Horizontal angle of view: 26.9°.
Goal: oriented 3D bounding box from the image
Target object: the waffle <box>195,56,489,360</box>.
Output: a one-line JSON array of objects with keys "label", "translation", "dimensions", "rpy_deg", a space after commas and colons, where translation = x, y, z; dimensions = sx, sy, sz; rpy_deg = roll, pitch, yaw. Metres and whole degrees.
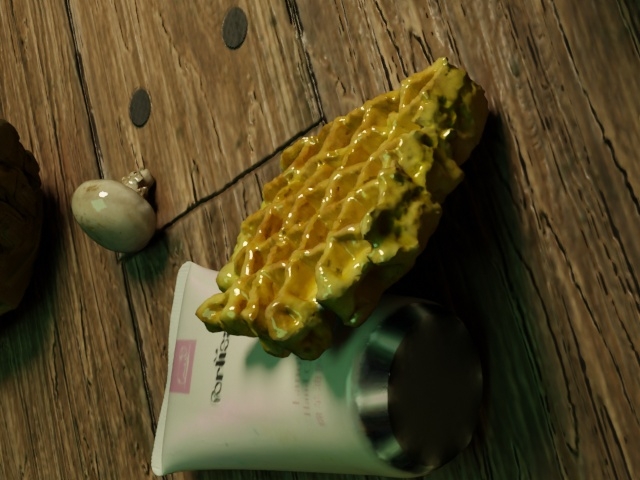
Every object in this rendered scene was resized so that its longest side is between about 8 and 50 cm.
[{"label": "waffle", "translation": [0.000, 0.000, 0.927], "dimensions": [0.229, 0.057, 0.219], "rpy_deg": [-27, 29, 45]}]

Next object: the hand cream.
[{"label": "hand cream", "translation": [-0.031, 0.102, 1.016], "dimensions": [0.358, 0.118, 0.186], "rpy_deg": [-4, 79, 53]}]

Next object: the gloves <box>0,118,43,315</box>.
[{"label": "gloves", "translation": [-0.355, -0.004, 1.357], "dimensions": [0.331, 0.141, 0.154], "rpy_deg": [125, 155, -44]}]

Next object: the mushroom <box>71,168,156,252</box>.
[{"label": "mushroom", "translation": [-0.182, -0.033, 1.220], "dimensions": [0.085, 0.085, 0.079], "rpy_deg": [-1, 54, 48]}]
